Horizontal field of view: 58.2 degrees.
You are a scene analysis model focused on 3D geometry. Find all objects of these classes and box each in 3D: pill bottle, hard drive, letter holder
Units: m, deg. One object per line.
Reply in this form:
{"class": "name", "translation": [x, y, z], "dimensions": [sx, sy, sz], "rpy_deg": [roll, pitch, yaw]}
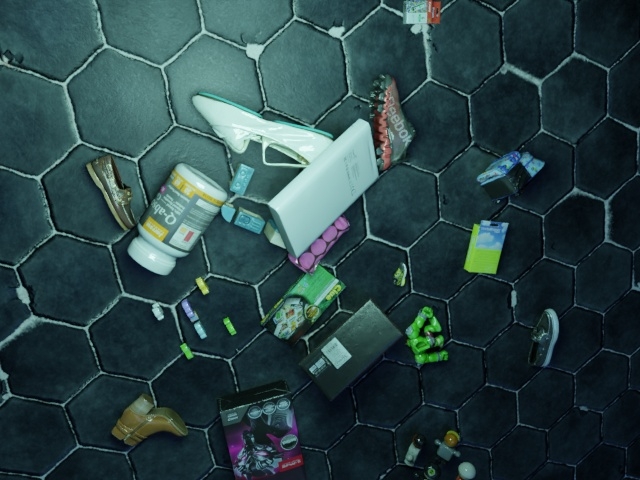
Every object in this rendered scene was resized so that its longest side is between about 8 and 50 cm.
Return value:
{"class": "pill bottle", "translation": [-0.389, -0.055, 1.552], "dimensions": [0.162, 0.162, 0.278], "rpy_deg": [33, 95, -22]}
{"class": "hard drive", "translation": [0.019, -0.138, 1.575], "dimensions": [0.353, 0.047, 0.233], "rpy_deg": [-45, 149, -18]}
{"class": "letter holder", "translation": [0.103, 0.340, 1.838], "dimensions": [0.302, 0.214, 0.152], "rpy_deg": [-43, 81, 1]}

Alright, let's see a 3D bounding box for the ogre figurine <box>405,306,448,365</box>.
{"class": "ogre figurine", "translation": [0.350, 0.330, 1.921], "dimensions": [0.118, 0.097, 0.197], "rpy_deg": [-25, 124, -20]}

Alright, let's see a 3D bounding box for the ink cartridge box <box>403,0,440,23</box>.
{"class": "ink cartridge box", "translation": [0.293, -0.648, 1.632], "dimensions": [0.115, 0.029, 0.062], "rpy_deg": [-6, 108, -14]}

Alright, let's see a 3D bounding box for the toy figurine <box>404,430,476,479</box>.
{"class": "toy figurine", "translation": [0.413, 0.777, 2.013], "dimensions": [0.213, 0.209, 0.148], "rpy_deg": [5, 122, -14]}

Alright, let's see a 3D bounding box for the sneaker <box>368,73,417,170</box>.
{"class": "sneaker", "translation": [0.213, -0.343, 1.668], "dimensions": [0.135, 0.097, 0.276], "rpy_deg": [-8, 111, -13]}

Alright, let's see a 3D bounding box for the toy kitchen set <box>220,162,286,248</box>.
{"class": "toy kitchen set", "translation": [-0.164, -0.101, 1.622], "dimensions": [0.207, 0.122, 0.166], "rpy_deg": [23, 100, -21]}

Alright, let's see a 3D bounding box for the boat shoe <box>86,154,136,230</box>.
{"class": "boat shoe", "translation": [-0.540, -0.127, 1.533], "dimensions": [0.073, 0.073, 0.207], "rpy_deg": [-25, 112, -5]}

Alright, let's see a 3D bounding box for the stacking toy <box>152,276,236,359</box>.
{"class": "stacking toy", "translation": [-0.372, 0.235, 1.707], "dimensions": [0.167, 0.052, 0.221], "rpy_deg": [-29, 113, -5]}

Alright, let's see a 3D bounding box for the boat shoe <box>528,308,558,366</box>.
{"class": "boat shoe", "translation": [0.789, 0.353, 2.067], "dimensions": [0.076, 0.080, 0.228], "rpy_deg": [-4, 115, -16]}

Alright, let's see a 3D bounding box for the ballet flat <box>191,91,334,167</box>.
{"class": "ballet flat", "translation": [-0.160, -0.274, 1.529], "dimensions": [0.400, 0.139, 0.139], "rpy_deg": [17, 102, -9]}

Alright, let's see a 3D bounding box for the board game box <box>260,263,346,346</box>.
{"class": "board game box", "translation": [-0.054, 0.199, 1.799], "dimensions": [0.136, 0.030, 0.259], "rpy_deg": [41, 93, -21]}

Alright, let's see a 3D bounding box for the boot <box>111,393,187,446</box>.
{"class": "boot", "translation": [-0.522, 0.577, 1.762], "dimensions": [0.197, 0.073, 0.152], "rpy_deg": [41, 91, -11]}

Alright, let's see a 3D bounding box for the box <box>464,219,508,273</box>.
{"class": "box", "translation": [0.548, 0.019, 1.906], "dimensions": [0.109, 0.042, 0.178], "rpy_deg": [5, 105, -18]}

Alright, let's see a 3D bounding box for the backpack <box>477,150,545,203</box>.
{"class": "backpack", "translation": [0.600, -0.215, 1.793], "dimensions": [0.173, 0.158, 0.117], "rpy_deg": [-41, 95, -15]}

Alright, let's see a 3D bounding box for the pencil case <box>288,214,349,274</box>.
{"class": "pencil case", "translation": [0.000, 0.000, 1.719], "dimensions": [0.098, 0.095, 0.209], "rpy_deg": [40, 92, -2]}

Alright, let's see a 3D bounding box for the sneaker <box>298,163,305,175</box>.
{"class": "sneaker", "translation": [-0.014, -0.121, 1.669], "dimensions": [0.122, 0.110, 0.283], "rpy_deg": [14, 103, -23]}

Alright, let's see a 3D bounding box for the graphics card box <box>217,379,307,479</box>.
{"class": "graphics card box", "translation": [-0.185, 0.654, 1.869], "dimensions": [0.233, 0.094, 0.370], "rpy_deg": [-12, 109, -12]}

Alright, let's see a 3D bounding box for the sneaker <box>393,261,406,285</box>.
{"class": "sneaker", "translation": [0.256, 0.110, 1.857], "dimensions": [0.035, 0.031, 0.083], "rpy_deg": [-3, 108, -15]}
